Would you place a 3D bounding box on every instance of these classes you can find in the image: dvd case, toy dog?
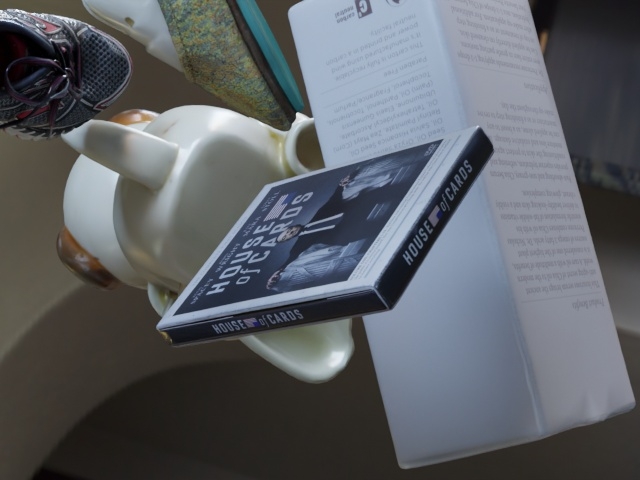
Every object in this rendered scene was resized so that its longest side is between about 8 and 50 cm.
[{"bbox_3d":[0.000,0.000,0.996,0.029,0.238,0.179,54,-131,-23],"label":"dvd case"},{"bbox_3d":[-0.159,-0.020,1.528,0.395,0.408,0.285,13,-93,-30],"label":"toy dog"}]

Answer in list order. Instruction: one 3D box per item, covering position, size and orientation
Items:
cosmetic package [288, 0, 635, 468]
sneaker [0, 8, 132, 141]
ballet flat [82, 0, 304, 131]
[{"bbox_3d":[0.141,-0.029,1.284,0.230,0.161,0.453,-1,-105,-56],"label":"cosmetic package"},{"bbox_3d":[-0.260,-0.148,1.182,0.299,0.112,0.121,-17,-78,-62],"label":"sneaker"},{"bbox_3d":[-0.125,-0.213,0.871,0.123,0.123,0.349,-55,-51,-48],"label":"ballet flat"}]
